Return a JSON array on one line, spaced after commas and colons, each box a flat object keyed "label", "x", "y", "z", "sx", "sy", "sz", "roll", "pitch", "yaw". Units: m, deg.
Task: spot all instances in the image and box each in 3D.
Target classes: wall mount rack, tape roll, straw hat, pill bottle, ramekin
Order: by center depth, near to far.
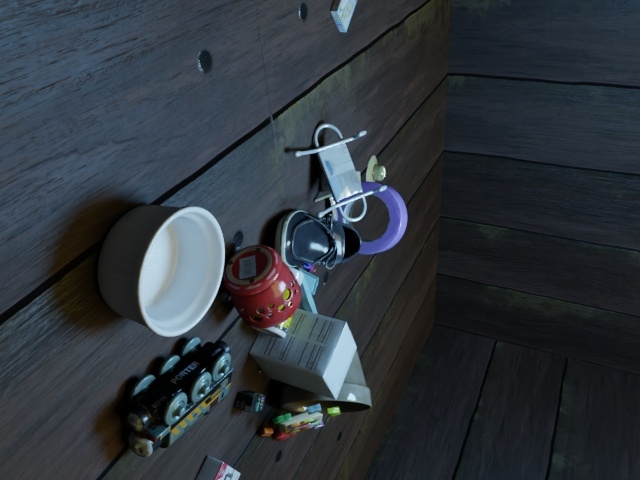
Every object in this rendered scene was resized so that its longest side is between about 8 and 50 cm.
[{"label": "ramekin", "x": -0.338, "y": 0.055, "z": 1.199, "sx": 0.277, "sy": 0.135, "sz": 0.277, "roll": -39, "pitch": 135, "yaw": -55}, {"label": "pill bottle", "x": -0.131, "y": 0.189, "z": 1.751, "sx": 0.208, "sy": 0.119, "sz": 0.119, "roll": -70, "pitch": 155, "yaw": -17}, {"label": "wall mount rack", "x": 0.051, "y": -0.218, "z": 1.847, "sx": 0.304, "sy": 0.130, "sz": 0.350, "roll": -24, "pitch": 96, "yaw": -28}, {"label": "tape roll", "x": 0.187, "y": -0.087, "z": 2.145, "sx": 0.090, "sy": 0.275, "sz": 0.274, "roll": -8, "pitch": 108, "yaw": -66}, {"label": "straw hat", "x": 0.252, "y": -0.297, "z": 2.460, "sx": 0.144, "sy": 0.061, "sz": 0.144, "roll": 11, "pitch": 90, "yaw": -67}]

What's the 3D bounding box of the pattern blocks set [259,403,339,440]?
[{"label": "pattern blocks set", "x": -0.068, "y": 0.636, "z": 1.954, "sx": 0.325, "sy": 0.285, "sz": 0.026, "roll": 62, "pitch": 8, "yaw": -62}]

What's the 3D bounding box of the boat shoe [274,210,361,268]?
[{"label": "boat shoe", "x": 0.000, "y": 0.000, "z": 1.893, "sx": 0.500, "sy": 0.156, "sz": 0.186, "roll": 5, "pitch": 89, "yaw": -65}]

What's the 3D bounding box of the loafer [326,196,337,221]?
[{"label": "loafer", "x": 0.038, "y": -0.111, "z": 2.095, "sx": 0.039, "sy": 0.045, "sz": 0.125, "roll": -20, "pitch": 120, "yaw": -43}]

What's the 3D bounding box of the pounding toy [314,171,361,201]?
[{"label": "pounding toy", "x": 0.060, "y": -0.194, "z": 2.014, "sx": 0.141, "sy": 0.130, "sz": 0.100, "roll": -15, "pitch": 102, "yaw": -64}]

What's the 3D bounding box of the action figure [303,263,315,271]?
[{"label": "action figure", "x": -0.042, "y": 0.093, "z": 2.025, "sx": 0.115, "sy": 0.030, "sz": 0.038, "roll": 45, "pitch": 55, "yaw": -65}]

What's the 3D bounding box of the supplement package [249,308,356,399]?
[{"label": "supplement package", "x": -0.051, "y": 0.359, "z": 1.832, "sx": 0.198, "sy": 0.263, "sz": 0.199, "roll": -65, "pitch": 154, "yaw": -28}]

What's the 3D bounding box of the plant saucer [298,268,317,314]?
[{"label": "plant saucer", "x": -0.054, "y": 0.193, "z": 1.908, "sx": 0.195, "sy": 0.037, "sz": 0.195, "roll": -19, "pitch": 90, "yaw": -89}]

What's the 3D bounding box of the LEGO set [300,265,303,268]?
[{"label": "LEGO set", "x": -0.078, "y": 0.059, "z": 1.941, "sx": 0.054, "sy": 0.023, "sz": 0.083, "roll": -10, "pitch": 97, "yaw": -67}]

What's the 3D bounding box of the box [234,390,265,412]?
[{"label": "box", "x": -0.221, "y": 0.507, "z": 1.769, "sx": 0.083, "sy": 0.062, "sz": 0.052, "roll": 28, "pitch": 75, "yaw": -66}]

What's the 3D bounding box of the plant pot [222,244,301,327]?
[{"label": "plant pot", "x": -0.164, "y": 0.120, "z": 1.558, "sx": 0.191, "sy": 0.191, "sz": 0.174, "roll": -62, "pitch": 149, "yaw": -33}]

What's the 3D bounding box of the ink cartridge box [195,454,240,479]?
[{"label": "ink cartridge box", "x": -0.309, "y": 0.718, "z": 1.670, "sx": 0.109, "sy": 0.063, "sz": 0.150, "roll": -66, "pitch": 153, "yaw": -27}]

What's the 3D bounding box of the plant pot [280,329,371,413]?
[{"label": "plant pot", "x": 0.018, "y": 0.465, "z": 2.040, "sx": 0.323, "sy": 0.323, "sz": 0.280, "roll": 54, "pitch": 32, "yaw": -60}]

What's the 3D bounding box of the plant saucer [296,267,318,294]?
[{"label": "plant saucer", "x": -0.055, "y": 0.149, "z": 2.033, "sx": 0.192, "sy": 0.018, "sz": 0.067, "roll": 36, "pitch": 67, "yaw": -65}]

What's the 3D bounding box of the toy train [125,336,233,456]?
[{"label": "toy train", "x": -0.336, "y": 0.378, "z": 1.371, "sx": 0.334, "sy": 0.142, "sz": 0.190, "roll": -39, "pitch": 145, "yaw": -55}]

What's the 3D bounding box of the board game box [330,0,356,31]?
[{"label": "board game box", "x": 0.083, "y": -0.796, "z": 1.883, "sx": 0.103, "sy": 0.026, "sz": 0.154, "roll": 46, "pitch": 59, "yaw": -62}]
